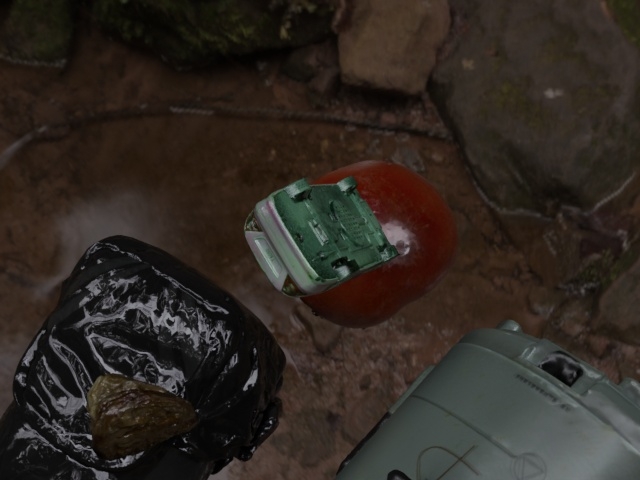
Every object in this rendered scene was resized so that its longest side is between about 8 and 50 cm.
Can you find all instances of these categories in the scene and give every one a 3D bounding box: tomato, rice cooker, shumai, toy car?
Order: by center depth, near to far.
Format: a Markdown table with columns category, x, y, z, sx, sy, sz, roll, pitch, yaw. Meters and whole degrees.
| category | x | y | z | sx | sy | sz | roll | pitch | yaw |
| --- | --- | --- | --- | --- | --- | --- | --- | --- | --- |
| rice cooker | 0.120 | 0.199 | 0.598 | 0.227 | 0.280 | 0.241 | -46 | 51 | -12 |
| toy car | 0.000 | 0.000 | 0.804 | 0.076 | 0.224 | 0.090 | -34 | 84 | 18 |
| shumai | -0.211 | 0.192 | 1.038 | 0.123 | 0.139 | 0.105 | -27 | 88 | 2 |
| tomato | 0.069 | -0.003 | 1.111 | 0.228 | 0.112 | 0.199 | -43 | 98 | -14 |

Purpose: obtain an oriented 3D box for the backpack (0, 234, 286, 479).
| category | x | y | z | sx | sy | sz | roll | pitch | yaw |
| --- | --- | --- | --- | --- | --- | --- | --- | --- | --- |
| backpack | -0.271 | 0.244 | 1.239 | 0.363 | 0.255 | 0.446 | 29 | 77 | 22 |
